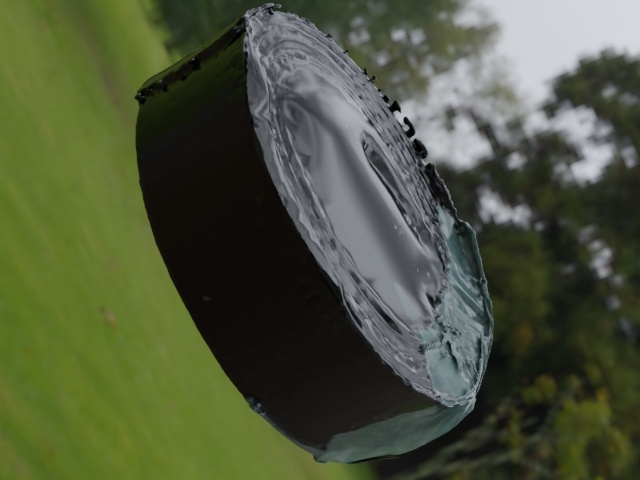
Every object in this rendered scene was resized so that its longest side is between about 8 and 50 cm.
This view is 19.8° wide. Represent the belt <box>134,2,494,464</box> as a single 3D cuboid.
[{"bbox_3d":[0.000,0.000,0.797,0.151,0.078,0.198,-13,75,-61],"label":"belt"}]
